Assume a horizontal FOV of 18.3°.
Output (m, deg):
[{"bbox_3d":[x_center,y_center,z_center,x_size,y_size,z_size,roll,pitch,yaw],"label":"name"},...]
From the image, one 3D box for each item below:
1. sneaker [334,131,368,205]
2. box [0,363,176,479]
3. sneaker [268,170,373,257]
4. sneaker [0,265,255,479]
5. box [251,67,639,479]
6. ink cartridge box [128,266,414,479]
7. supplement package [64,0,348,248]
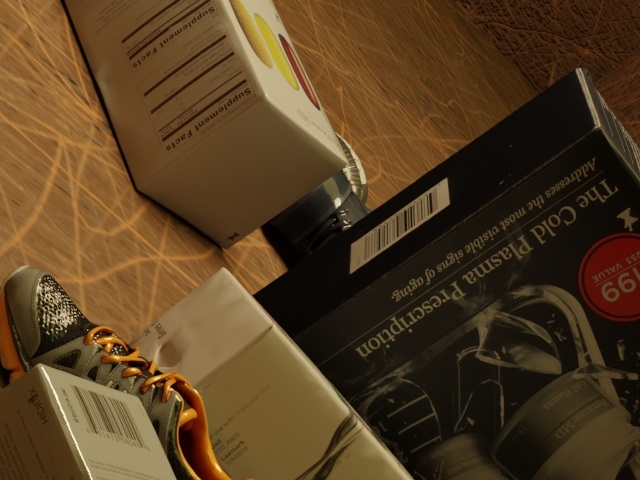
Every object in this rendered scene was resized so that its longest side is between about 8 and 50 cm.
[{"bbox_3d":[-0.038,-0.110,1.928,0.106,0.078,0.234,27,27,-56],"label":"sneaker"},{"bbox_3d":[-0.134,0.135,1.036,0.101,0.087,0.102,29,30,-60],"label":"box"},{"bbox_3d":[-0.001,0.001,1.771,0.163,0.086,0.226,49,17,-16],"label":"sneaker"},{"bbox_3d":[-0.115,0.100,1.188,0.215,0.083,0.084,55,16,5],"label":"sneaker"},{"bbox_3d":[0.158,0.103,1.536,0.312,0.343,0.179,51,13,-14],"label":"box"},{"bbox_3d":[-0.017,0.138,1.326,0.219,0.092,0.160,50,-3,-21],"label":"ink cartridge box"},{"bbox_3d":[-0.100,-0.140,1.668,0.139,0.134,0.244,36,24,-52],"label":"supplement package"}]
